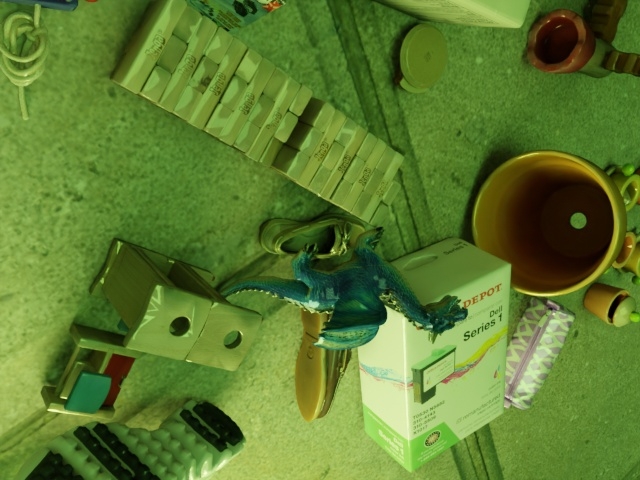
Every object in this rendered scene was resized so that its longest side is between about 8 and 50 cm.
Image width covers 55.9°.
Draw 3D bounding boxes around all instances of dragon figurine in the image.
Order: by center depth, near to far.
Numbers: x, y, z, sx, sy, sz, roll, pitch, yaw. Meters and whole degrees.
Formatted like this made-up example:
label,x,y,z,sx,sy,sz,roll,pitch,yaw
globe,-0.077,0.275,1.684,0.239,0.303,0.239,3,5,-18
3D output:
label,x,y,z,sx,sy,sz,roll,pitch,yaw
dragon figurine,0.028,0.076,0.698,0.289,0.144,0.085,-13,161,-12

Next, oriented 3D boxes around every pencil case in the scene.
label,x,y,z,sx,sy,sz,roll,pitch,yaw
pencil case,0.376,0.196,1.070,0.206,0.086,0.088,-68,163,6

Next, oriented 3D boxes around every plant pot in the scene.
label,x,y,z,sx,sy,sz,roll,pitch,yaw
plant pot,0.362,-0.029,0.911,0.188,0.205,0.205,-5,113,-51

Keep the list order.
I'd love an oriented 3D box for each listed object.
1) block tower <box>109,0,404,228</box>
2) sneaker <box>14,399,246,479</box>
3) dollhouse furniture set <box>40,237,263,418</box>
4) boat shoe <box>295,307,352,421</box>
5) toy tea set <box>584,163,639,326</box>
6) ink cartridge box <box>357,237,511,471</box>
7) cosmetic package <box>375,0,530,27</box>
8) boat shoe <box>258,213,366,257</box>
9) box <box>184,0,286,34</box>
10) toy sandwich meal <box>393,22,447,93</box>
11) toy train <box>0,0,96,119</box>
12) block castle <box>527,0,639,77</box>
label,x,y,z,sx,sy,sz,roll,pitch,yaw
block tower,-0.051,-0.123,0.631,0.335,0.097,0.091,27,93,-41
sneaker,-0.194,0.256,0.637,0.118,0.110,0.292,-56,154,9
dollhouse furniture set,-0.175,0.119,0.623,0.129,0.129,0.184,24,94,-40
boat shoe,0.013,0.144,0.802,0.073,0.073,0.207,-5,112,-31
toy tea set,0.609,0.009,1.130,0.200,0.124,0.336,-19,119,-28
ink cartridge box,0.167,0.163,0.890,0.201,0.117,0.278,-21,120,-27
cosmetic package,0.059,-0.307,0.586,0.309,0.160,0.113,4,107,-37
boat shoe,0.000,-0.002,0.746,0.153,0.048,0.056,1,109,-35
box,-0.107,-0.245,0.537,0.137,0.094,0.027,32,60,-40
toy sandwich meal,0.123,-0.226,0.751,0.085,0.029,0.086,-11,111,-31
toy train,-0.204,-0.203,0.453,0.105,0.143,0.248,-4,111,-34
block castle,0.466,-0.411,0.738,0.212,0.303,0.453,0,110,-42
